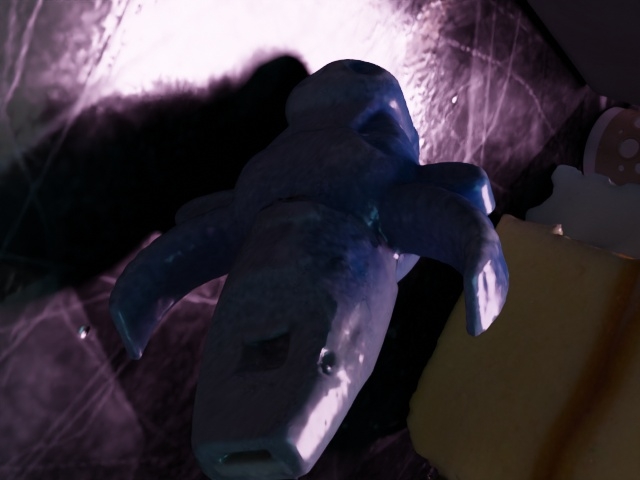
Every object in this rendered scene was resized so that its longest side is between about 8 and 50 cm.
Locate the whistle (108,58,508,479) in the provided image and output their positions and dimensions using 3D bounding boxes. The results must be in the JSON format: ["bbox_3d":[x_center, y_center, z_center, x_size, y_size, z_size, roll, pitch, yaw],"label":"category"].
[{"bbox_3d":[0.000,0.000,0.442,0.269,0.180,0.093,-72,149,-51],"label":"whistle"}]

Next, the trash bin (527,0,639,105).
[{"bbox_3d":[0.215,-0.165,0.577,0.236,0.177,0.101,33,82,-51],"label":"trash bin"}]

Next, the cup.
[{"bbox_3d":[0.279,-0.068,0.732,0.102,0.099,0.074,-37,130,-28],"label":"cup"}]

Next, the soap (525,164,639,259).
[{"bbox_3d":[0.250,0.030,0.734,0.063,0.115,0.198,-55,134,-12],"label":"soap"}]

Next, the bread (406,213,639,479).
[{"bbox_3d":[0.229,0.145,0.657,0.236,0.263,0.198,37,82,-47],"label":"bread"}]
